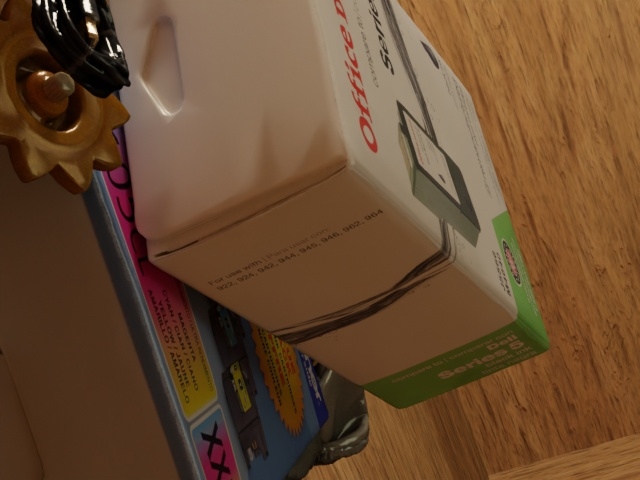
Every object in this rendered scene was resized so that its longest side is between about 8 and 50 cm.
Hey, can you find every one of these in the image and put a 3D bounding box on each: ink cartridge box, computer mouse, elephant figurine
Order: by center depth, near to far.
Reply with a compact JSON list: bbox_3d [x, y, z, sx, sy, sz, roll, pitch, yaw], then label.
[{"bbox_3d":[-0.112,-0.140,0.518,0.071,0.041,0.242,48,10,-48],"label":"computer mouse"},{"bbox_3d":[0.012,-0.044,0.687,0.273,0.115,0.198,38,34,-54],"label":"ink cartridge box"},{"bbox_3d":[-0.118,0.033,0.745,0.395,0.151,0.270,-29,101,-82],"label":"ink cartridge box"},{"bbox_3d":[-0.041,0.142,1.049,0.169,0.186,0.239,-36,-129,55],"label":"elephant figurine"}]

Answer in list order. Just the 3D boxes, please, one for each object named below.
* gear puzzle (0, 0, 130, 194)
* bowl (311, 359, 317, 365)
[{"bbox_3d":[-0.206,-0.098,0.430,0.339,0.044,0.175,19,57,-45],"label":"gear puzzle"},{"bbox_3d":[0.000,0.000,0.902,0.170,0.080,0.170,161,-90,-77],"label":"bowl"}]
